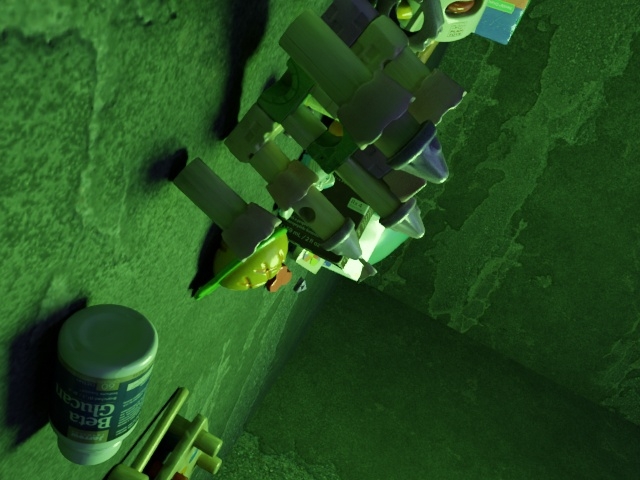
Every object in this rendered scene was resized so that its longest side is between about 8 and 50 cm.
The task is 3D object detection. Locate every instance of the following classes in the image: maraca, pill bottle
[{"bbox_3d":[-0.128,0.037,0.860,0.185,0.099,0.127,-38,175,14],"label":"maraca"},{"bbox_3d":[-0.234,0.159,0.564,0.094,0.094,0.169,-50,164,-59],"label":"pill bottle"}]

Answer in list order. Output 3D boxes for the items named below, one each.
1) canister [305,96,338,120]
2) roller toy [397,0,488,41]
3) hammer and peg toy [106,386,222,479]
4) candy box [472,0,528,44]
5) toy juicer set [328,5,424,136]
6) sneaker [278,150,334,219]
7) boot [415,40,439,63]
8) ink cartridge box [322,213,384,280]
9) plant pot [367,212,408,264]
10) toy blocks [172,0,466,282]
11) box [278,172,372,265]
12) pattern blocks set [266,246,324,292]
[{"bbox_3d":[0.067,-0.237,0.912,0.126,0.170,0.073,-52,166,-55],"label":"canister"},{"bbox_3d":[0.250,-0.513,1.093,0.209,0.191,0.146,-59,172,-28],"label":"roller toy"},{"bbox_3d":[-0.299,0.472,1.063,0.266,0.127,0.361,-57,170,-35],"label":"hammer and peg toy"},{"bbox_3d":[0.385,-0.631,1.295,0.317,0.268,0.122,-57,167,-38],"label":"candy box"},{"bbox_3d":[0.088,-0.322,1.048,0.209,0.089,0.329,-57,-179,-41],"label":"toy juicer set"},{"bbox_3d":[-0.018,-0.119,1.082,0.191,0.083,0.071,-60,173,-8],"label":"sneaker"},{"bbox_3d":[0.276,-0.523,1.523,0.283,0.109,0.220,-59,170,-11],"label":"boot"},{"bbox_3d":[0.067,-0.010,1.572,0.208,0.206,0.045,-62,-160,9],"label":"ink cartridge box"},{"bbox_3d":[0.123,-0.032,1.730,0.255,0.271,0.272,-45,168,-12],"label":"plant pot"},{"bbox_3d":[0.053,-0.110,0.632,0.288,0.260,0.309,-40,-170,40],"label":"toy blocks"},{"bbox_3d":[0.021,-0.063,1.197,0.203,0.168,0.167,-63,171,-3],"label":"box"},{"bbox_3d":[0.000,0.000,1.424,0.285,0.026,0.325,8,112,-59],"label":"pattern blocks set"}]
